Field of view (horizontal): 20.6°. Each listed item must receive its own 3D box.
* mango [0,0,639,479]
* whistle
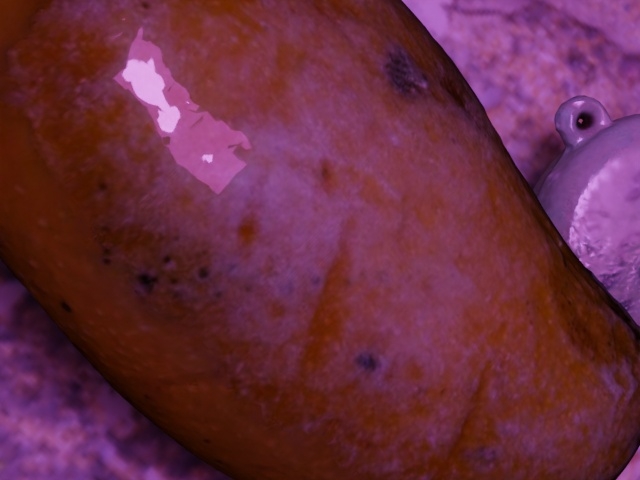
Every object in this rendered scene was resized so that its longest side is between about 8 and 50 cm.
[{"bbox_3d":[-0.007,0.003,0.688,0.176,0.175,0.329,-34,117,13],"label":"mango"},{"bbox_3d":[0.175,0.045,0.808,0.126,0.067,0.258,-34,99,-12],"label":"whistle"}]
